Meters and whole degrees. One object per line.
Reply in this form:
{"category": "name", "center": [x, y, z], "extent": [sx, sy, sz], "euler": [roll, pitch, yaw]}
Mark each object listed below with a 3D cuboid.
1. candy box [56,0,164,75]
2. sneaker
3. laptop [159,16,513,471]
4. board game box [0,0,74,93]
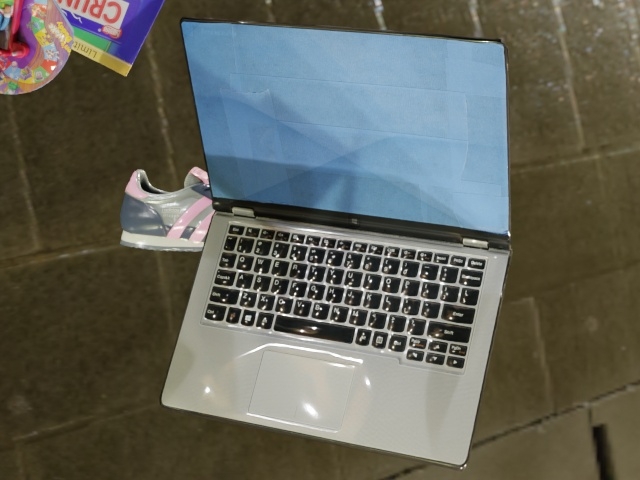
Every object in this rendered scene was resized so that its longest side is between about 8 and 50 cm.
{"category": "candy box", "center": [-0.364, -0.468, 1.910], "extent": [0.268, 0.122, 0.317], "euler": [25, 103, -18]}
{"category": "sneaker", "center": [-0.159, -0.048, 1.861], "extent": [0.319, 0.112, 0.131], "euler": [1, 94, 6]}
{"category": "laptop", "center": [0.000, 0.000, 1.322], "extent": [0.236, 0.382, 0.408], "euler": [50, 52, -62]}
{"category": "board game box", "center": [-0.367, -0.249, 1.369], "extent": [0.168, 0.133, 0.033], "euler": [59, 17, -11]}
